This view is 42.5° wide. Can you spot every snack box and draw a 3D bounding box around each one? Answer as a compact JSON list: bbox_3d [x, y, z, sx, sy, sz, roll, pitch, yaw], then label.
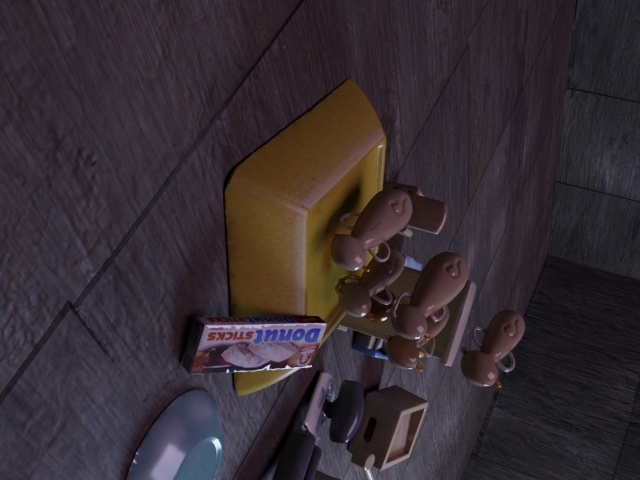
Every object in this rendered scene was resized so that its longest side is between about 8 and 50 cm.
[{"bbox_3d":[-0.074,0.120,0.959,0.178,0.022,0.064,4,112,-41],"label":"snack box"}]

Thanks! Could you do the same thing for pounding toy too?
[{"bbox_3d":[0.102,0.390,1.601,0.206,0.094,0.181,3,108,-58],"label":"pounding toy"}]

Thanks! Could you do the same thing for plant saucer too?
[{"bbox_3d":[-0.158,0.271,0.954,0.195,0.037,0.195,-48,147,-46],"label":"plant saucer"},{"bbox_3d":[0.000,0.000,1.087,0.333,0.080,0.333,-46,145,-48],"label":"plant saucer"}]

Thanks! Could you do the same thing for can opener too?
[{"bbox_3d":[-0.006,0.330,1.265,0.076,0.095,0.284,70,31,-44],"label":"can opener"}]

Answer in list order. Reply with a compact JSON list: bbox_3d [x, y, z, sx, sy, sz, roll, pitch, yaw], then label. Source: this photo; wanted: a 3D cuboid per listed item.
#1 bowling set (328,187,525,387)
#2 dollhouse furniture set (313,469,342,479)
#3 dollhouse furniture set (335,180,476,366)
[{"bbox_3d":[0.104,0.098,1.077,0.154,0.287,0.200,-43,177,-41],"label":"bowling set"},{"bbox_3d":[0.028,0.487,1.354,0.129,0.183,0.129,-17,121,-64],"label":"dollhouse furniture set"},{"bbox_3d":[0.190,0.085,1.443,0.303,0.198,0.287,30,78,-68],"label":"dollhouse furniture set"}]
